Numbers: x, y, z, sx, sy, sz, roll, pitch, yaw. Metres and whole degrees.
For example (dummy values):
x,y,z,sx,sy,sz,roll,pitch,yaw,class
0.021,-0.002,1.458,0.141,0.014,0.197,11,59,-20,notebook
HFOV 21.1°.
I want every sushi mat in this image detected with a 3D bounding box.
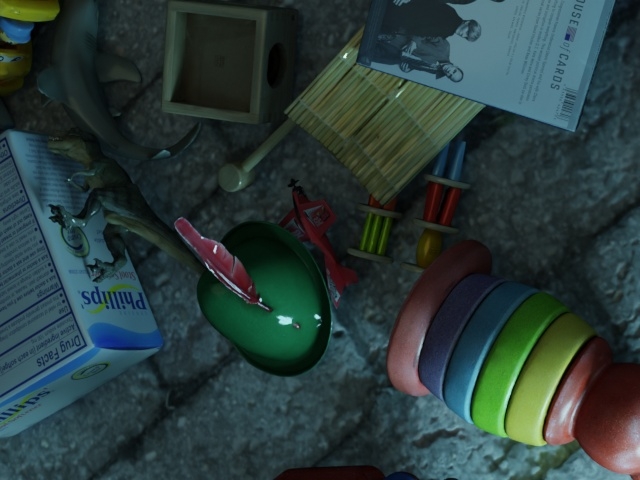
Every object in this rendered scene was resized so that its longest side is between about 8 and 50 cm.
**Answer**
x,y,z,sx,sy,sz,roll,pitch,yaw,class
0.116,-0.191,1.782,0.151,0.019,0.316,46,111,4,sushi mat

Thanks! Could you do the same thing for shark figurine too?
x,y,z,sx,sy,sz,roll,pitch,yaw,class
-0.276,-0.165,2.036,0.166,0.116,0.278,-43,67,22,shark figurine

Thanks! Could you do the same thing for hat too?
x,y,z,sx,sy,sz,roll,pitch,yaw,class
-0.111,0.075,1.863,0.173,0.183,0.208,-22,90,39,hat

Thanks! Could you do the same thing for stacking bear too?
x,y,z,sx,sy,sz,roll,pitch,yaw,class
0.226,0.136,1.722,0.289,0.164,0.175,26,101,23,stacking bear

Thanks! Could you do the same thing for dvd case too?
x,y,z,sx,sy,sz,roll,pitch,yaw,class
0.169,-0.229,1.730,0.238,0.029,0.179,19,108,12,dvd case

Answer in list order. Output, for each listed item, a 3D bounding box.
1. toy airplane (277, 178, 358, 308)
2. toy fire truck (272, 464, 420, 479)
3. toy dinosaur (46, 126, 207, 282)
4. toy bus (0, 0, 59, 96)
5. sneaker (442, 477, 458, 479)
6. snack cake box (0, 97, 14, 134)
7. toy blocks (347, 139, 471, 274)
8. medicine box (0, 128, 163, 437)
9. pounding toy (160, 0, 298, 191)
x,y,z,sx,sy,sz,roll,pitch,yaw,class
0.000,0.000,1.892,0.151,0.028,0.151,43,145,41,toy airplane
0.043,0.365,1.776,0.254,0.169,0.302,-39,65,30,toy fire truck
-0.237,-0.024,1.970,0.268,0.118,0.064,46,146,7,toy dinosaur
-0.381,-0.301,2.059,0.211,0.149,0.220,-17,81,38,toy bus
0.128,0.339,1.824,0.077,0.072,0.178,-5,87,52,sneaker
-0.531,-0.135,2.189,0.264,0.089,0.152,-37,72,22,snack cake box
0.099,-0.044,1.853,0.123,0.054,0.148,16,94,31,toy blocks
-0.372,0.057,2.057,0.263,0.149,0.289,-30,74,25,medicine box
-0.079,-0.161,1.941,0.181,0.094,0.206,9,102,24,pounding toy
